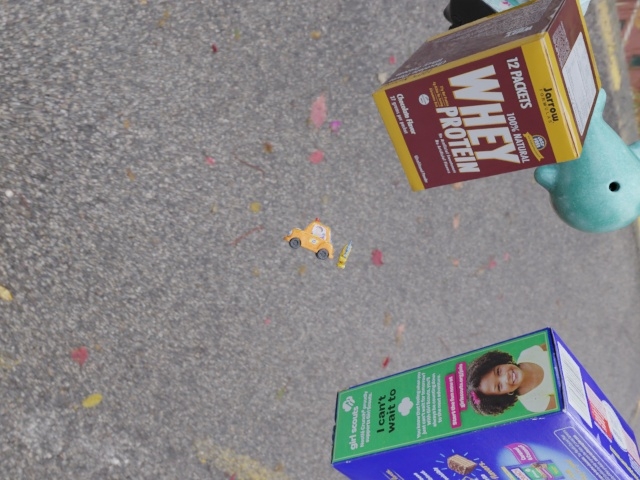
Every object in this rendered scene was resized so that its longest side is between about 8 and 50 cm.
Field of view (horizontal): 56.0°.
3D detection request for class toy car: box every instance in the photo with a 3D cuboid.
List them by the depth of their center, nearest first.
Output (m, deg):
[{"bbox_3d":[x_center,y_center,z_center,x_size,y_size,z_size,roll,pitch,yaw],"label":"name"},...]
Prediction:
[{"bbox_3d":[0.000,0.000,0.677,0.122,0.060,0.041,27,85,-76],"label":"toy car"}]

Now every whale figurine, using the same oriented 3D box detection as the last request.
[{"bbox_3d":[0.509,-0.147,1.115,0.141,0.216,0.272,-34,112,-81],"label":"whale figurine"}]

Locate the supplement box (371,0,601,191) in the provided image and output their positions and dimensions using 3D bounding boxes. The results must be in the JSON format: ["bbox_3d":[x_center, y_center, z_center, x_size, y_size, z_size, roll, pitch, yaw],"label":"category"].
[{"bbox_3d":[0.198,-0.173,0.696,0.194,0.191,0.129,-51,122,-45],"label":"supplement box"}]

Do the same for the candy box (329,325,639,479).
[{"bbox_3d":[0.216,0.273,0.792,0.268,0.317,0.122,45,34,-29],"label":"candy box"}]

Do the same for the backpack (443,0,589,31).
[{"bbox_3d":[0.391,-0.474,1.143,0.253,0.225,0.191,-28,152,-25],"label":"backpack"}]
